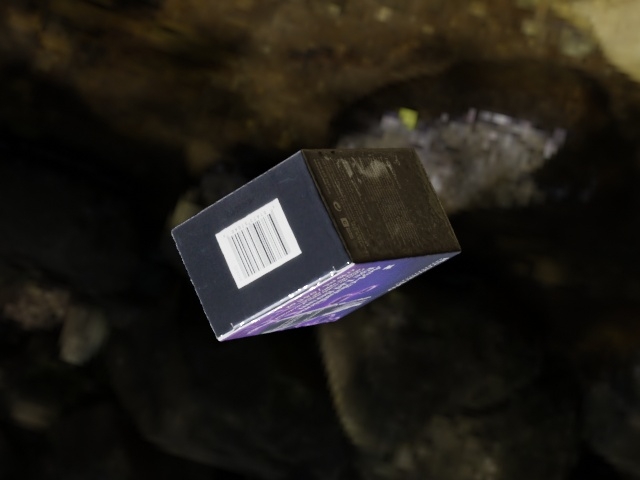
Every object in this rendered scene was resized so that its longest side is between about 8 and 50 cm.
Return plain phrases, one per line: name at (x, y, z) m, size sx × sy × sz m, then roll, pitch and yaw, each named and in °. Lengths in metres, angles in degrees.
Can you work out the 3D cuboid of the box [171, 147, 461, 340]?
box at (0.000, 0.000, 1.613) m, size 0.153 × 0.108 × 0.207 m, roll -30°, pitch 167°, yaw 29°
